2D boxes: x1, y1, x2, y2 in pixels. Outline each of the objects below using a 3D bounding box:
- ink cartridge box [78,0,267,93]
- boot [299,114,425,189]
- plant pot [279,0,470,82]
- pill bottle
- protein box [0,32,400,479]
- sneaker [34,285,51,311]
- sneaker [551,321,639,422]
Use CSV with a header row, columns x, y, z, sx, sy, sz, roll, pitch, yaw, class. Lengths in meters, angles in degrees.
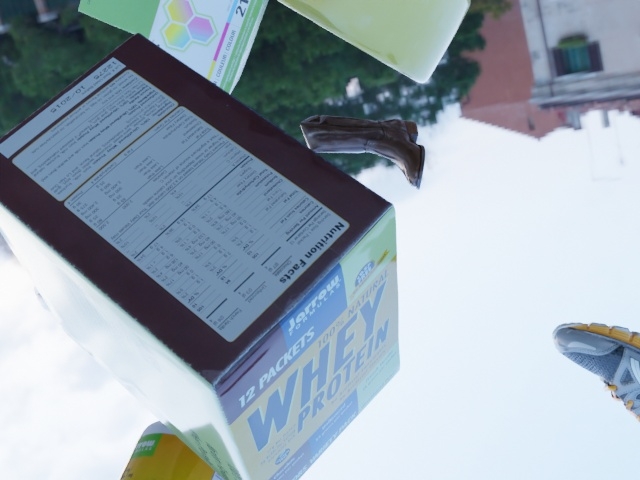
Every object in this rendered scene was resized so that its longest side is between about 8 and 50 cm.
x,y,z,sx,sy,sz,roll,pitch,yaw,class
-0.212,-0.328,1.345,0.255,0.189,0.097,23,-146,-4,ink cartridge box
0.037,-0.084,0.910,0.114,0.037,0.106,4,-147,-8,boot
0.037,-0.295,0.801,0.254,0.239,0.254,29,-169,-6,plant pot
-0.161,0.287,1.088,0.136,0.136,0.246,-6,-137,29,pill bottle
-0.070,0.024,0.592,0.201,0.200,0.136,36,-113,24,protein box
-0.220,0.067,1.073,0.235,0.095,0.090,-8,-168,32,sneaker
0.285,0.133,0.798,0.214,0.083,0.084,28,-177,16,sneaker
